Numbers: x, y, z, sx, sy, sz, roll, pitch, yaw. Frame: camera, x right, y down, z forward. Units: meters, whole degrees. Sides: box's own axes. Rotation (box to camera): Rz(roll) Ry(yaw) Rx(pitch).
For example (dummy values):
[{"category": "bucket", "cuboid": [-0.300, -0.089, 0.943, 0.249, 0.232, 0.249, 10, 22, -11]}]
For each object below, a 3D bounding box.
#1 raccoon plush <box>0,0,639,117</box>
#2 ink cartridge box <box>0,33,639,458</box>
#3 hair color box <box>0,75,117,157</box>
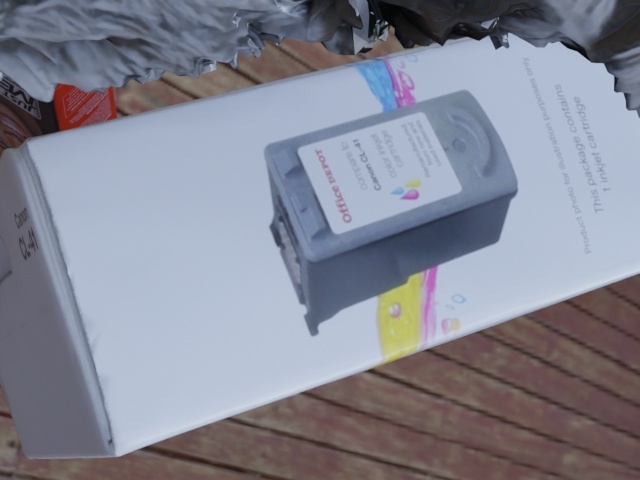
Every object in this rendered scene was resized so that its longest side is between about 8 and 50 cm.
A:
[{"category": "raccoon plush", "cuboid": [-0.029, -0.194, 0.386, 0.446, 0.216, 0.299, 24, 49, -34]}, {"category": "ink cartridge box", "cuboid": [0.000, 0.000, 0.589, 0.306, 0.226, 0.131, -18, 87, -24]}, {"category": "hair color box", "cuboid": [-0.147, -0.075, 0.630, 0.043, 0.072, 0.141, -51, 165, -25]}]
